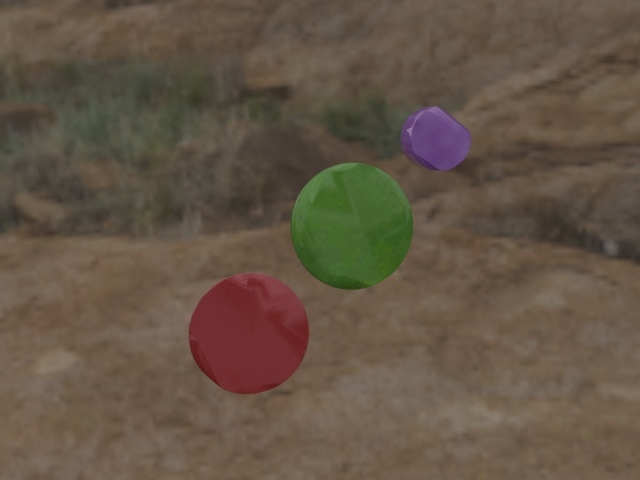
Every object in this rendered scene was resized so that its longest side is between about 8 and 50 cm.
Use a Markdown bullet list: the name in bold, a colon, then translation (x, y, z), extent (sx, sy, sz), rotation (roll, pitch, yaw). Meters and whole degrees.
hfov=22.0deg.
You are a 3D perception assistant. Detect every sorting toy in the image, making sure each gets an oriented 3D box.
- **sorting toy**: translation (0.000, 0.000, 1.690), extent (0.365, 0.127, 0.126), rotation (-46, 14, -9)
